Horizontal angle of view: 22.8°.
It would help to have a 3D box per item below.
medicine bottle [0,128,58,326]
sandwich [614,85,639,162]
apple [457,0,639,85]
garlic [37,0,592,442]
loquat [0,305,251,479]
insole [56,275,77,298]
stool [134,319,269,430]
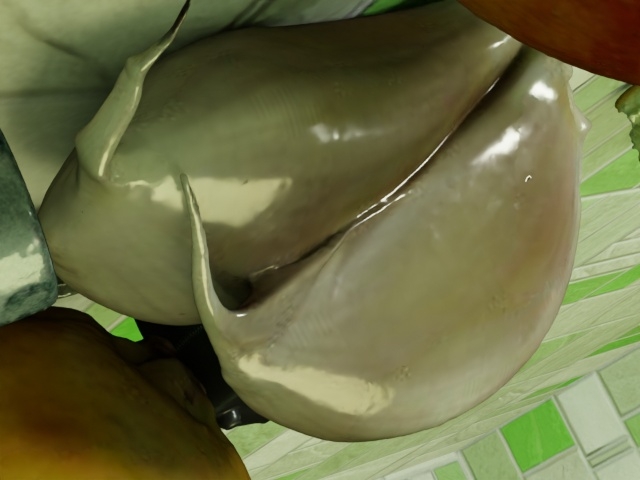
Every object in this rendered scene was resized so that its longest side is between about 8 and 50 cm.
[{"bbox_3d":[-0.264,0.034,0.673,0.293,0.141,0.141,-22,165,-16],"label":"medicine bottle"},{"bbox_3d":[0.364,-0.133,1.282,0.244,0.090,0.088,-19,169,-16],"label":"sandwich"},{"bbox_3d":[0.128,-0.159,0.647,0.254,0.179,0.346,12,178,22],"label":"apple"},{"bbox_3d":[0.000,0.000,0.841,0.246,0.231,0.340,-33,170,35],"label":"garlic"},{"bbox_3d":[-0.203,0.185,0.974,0.328,0.328,0.328,-24,166,-7],"label":"loquat"},{"bbox_3d":[-0.155,0.013,0.945,0.248,0.081,0.011,-15,123,-29],"label":"insole"},{"bbox_3d":[-0.013,0.037,1.118,0.232,0.141,0.232,-25,166,-6],"label":"stool"}]
